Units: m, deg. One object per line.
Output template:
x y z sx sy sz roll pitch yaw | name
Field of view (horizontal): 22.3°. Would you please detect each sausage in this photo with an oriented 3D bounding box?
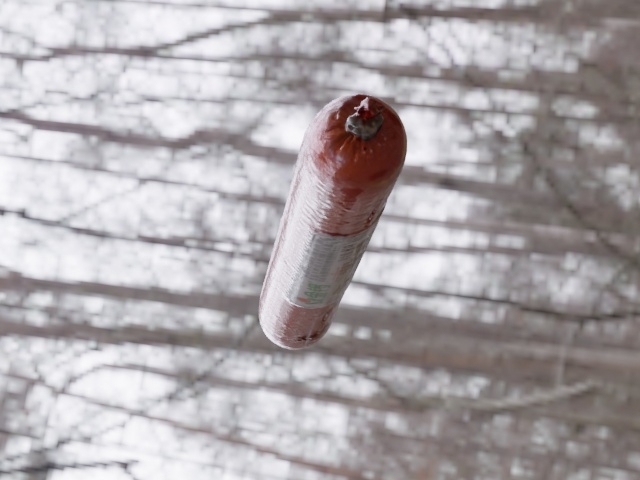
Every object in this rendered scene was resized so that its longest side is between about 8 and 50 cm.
0.000 0.000 0.556 0.253 0.034 0.034 108 176 -74 | sausage
